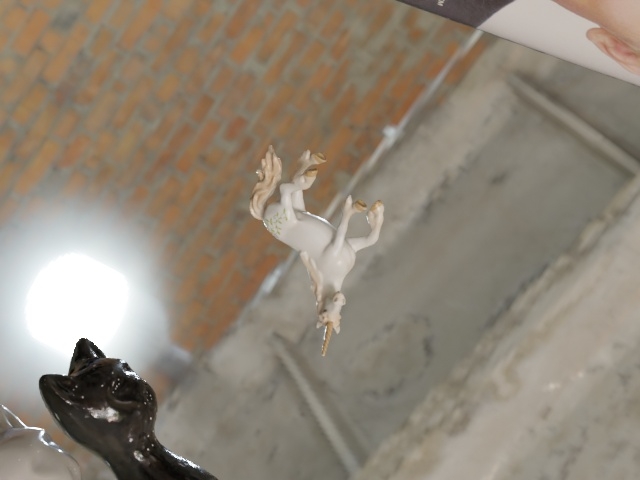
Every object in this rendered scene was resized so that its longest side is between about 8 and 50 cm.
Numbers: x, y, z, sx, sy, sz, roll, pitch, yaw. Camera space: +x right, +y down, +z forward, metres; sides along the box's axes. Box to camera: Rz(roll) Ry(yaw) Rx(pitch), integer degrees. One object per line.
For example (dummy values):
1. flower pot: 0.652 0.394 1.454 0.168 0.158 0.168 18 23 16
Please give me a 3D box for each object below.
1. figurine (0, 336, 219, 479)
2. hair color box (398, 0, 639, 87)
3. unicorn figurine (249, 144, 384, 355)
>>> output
1. figurine: -0.123 0.172 0.868 0.092 0.209 0.215 -31 -176 17
2. hair color box: 0.135 -0.190 0.738 0.174 0.347 0.105 107 2 -47
3. unicorn figurine: 0.000 0.000 1.232 0.162 0.060 0.111 48 -60 29
